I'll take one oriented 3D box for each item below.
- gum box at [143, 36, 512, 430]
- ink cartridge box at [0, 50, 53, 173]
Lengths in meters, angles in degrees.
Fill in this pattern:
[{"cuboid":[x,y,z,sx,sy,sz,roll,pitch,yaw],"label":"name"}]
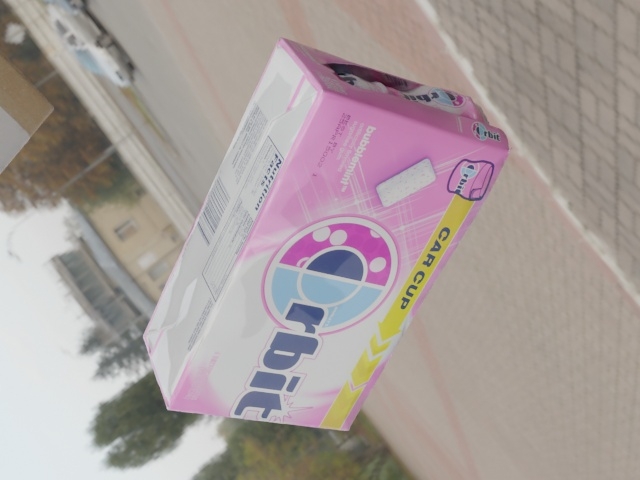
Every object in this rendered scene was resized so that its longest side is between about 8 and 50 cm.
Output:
[{"cuboid":[0.000,0.000,0.490,0.107,0.188,0.062,13,-154,-31],"label":"gum box"},{"cuboid":[-0.315,-0.064,0.619,0.088,0.234,0.193,-3,139,47],"label":"ink cartridge box"}]
